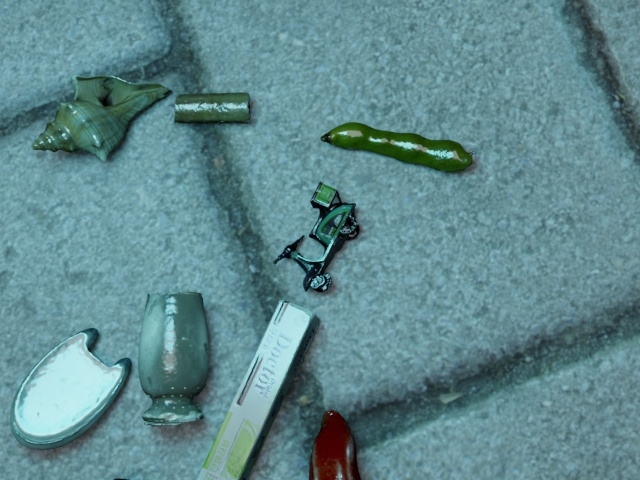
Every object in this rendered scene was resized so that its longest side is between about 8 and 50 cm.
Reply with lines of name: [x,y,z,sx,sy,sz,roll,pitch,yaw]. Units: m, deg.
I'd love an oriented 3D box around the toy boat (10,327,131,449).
toy boat: [-0.404,0.244,1.355,0.134,0.079,0.208,40,73,0]

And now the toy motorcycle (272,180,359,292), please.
toy motorcycle: [0.000,0.000,1.381,0.100,0.058,0.173,25,81,14]

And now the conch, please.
conch: [-0.381,-0.207,1.414,0.137,0.114,0.234,39,48,-2]

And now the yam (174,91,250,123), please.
yam: [-0.182,-0.224,1.429,0.132,0.054,0.054,0,80,3]

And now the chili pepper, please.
chili pepper: [0.023,0.382,1.271,0.136,0.144,0.253,-20,70,37]

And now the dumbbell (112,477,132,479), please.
dumbbell: [-0.317,0.483,1.260,0.152,0.152,0.218,39,84,8]

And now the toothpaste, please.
toothpaste: [-0.100,0.260,1.326,0.067,0.081,0.337,23,81,10]

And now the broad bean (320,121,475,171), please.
broad bean: [0.128,-0.158,1.405,0.256,0.053,0.052,11,119,5]

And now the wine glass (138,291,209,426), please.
wine glass: [-0.231,0.184,1.328,0.111,0.111,0.205,-2,81,2]
